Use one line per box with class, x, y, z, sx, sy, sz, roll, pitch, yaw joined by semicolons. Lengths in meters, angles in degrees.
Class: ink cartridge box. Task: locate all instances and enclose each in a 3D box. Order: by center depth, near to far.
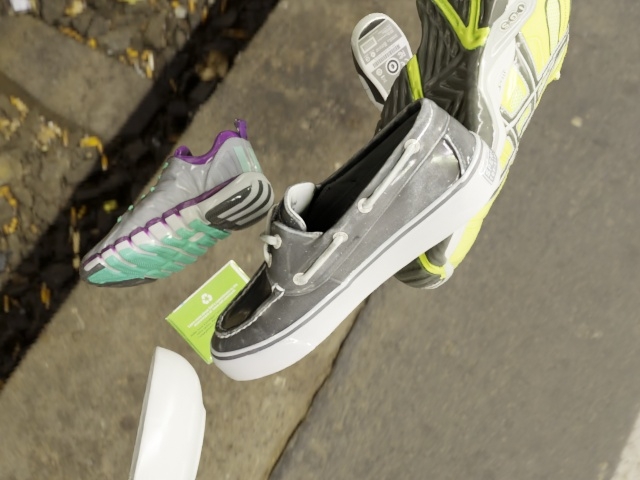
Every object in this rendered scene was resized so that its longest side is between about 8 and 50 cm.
ink cartridge box;-0.105;0.069;1.775;0.255;0.189;0.097;-43;88;-6

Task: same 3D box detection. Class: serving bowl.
serving bowl;-0.068;0.090;0.513;0.027;0.083;0.083;11;64;-9

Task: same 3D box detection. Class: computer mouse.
computer mouse;0.090;-0.175;1.341;0.106;0.042;0.193;-38;113;-18

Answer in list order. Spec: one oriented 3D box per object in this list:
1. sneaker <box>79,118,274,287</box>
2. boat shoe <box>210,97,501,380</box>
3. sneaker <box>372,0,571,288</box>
sneaker;-0.147;-0.032;1.140;0.224;0.083;0.098;-26;63;21
boat shoe;0.000;0.000;0.932;0.102;0.301;0.108;38;30;-25
sneaker;0.154;-0.134;1.056;0.147;0.384;0.145;4;19;-39
